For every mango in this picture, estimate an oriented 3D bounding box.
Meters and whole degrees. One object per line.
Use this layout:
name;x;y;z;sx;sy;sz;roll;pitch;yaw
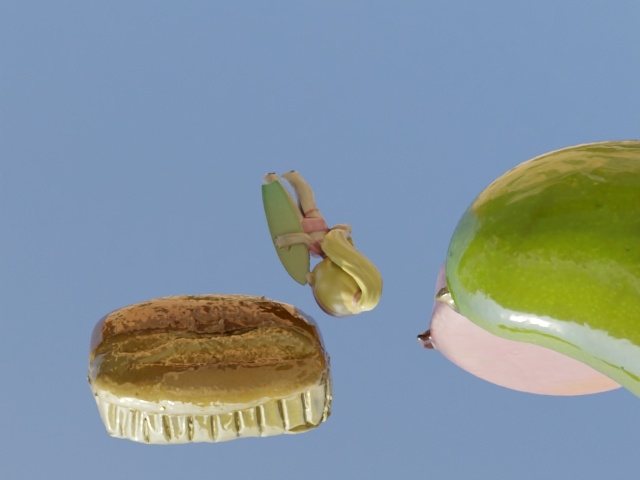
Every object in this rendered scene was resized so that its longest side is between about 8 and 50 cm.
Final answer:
mango;0.226;0.025;0.803;0.293;0.143;0.175;14;-92;15

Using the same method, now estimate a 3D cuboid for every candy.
candy;0.234;0.080;1.365;0.255;0.255;0.094;16;-120;-6

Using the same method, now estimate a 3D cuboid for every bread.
bread;-0.106;0.120;1.239;0.236;0.106;0.140;-2;-138;-6

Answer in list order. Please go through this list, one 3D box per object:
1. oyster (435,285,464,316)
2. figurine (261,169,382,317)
oyster;0.214;0.016;1.071;0.133;0.072;0.209;42;-80;-1
figurine;0.000;0.000;1.241;0.083;0.083;0.187;-16;-119;-21
